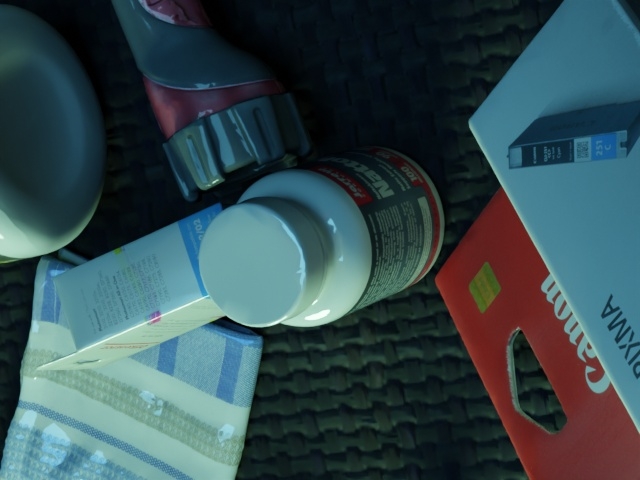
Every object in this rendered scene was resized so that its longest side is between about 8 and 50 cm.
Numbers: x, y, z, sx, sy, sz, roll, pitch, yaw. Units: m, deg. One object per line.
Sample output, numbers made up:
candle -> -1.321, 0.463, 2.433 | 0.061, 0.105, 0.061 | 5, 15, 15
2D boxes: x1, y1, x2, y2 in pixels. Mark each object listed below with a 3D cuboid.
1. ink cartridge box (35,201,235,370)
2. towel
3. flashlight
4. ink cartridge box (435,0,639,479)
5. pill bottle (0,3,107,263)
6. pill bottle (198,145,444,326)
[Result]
ink cartridge box -> -0.118, 0.035, 1.397 | 0.181, 0.104, 0.062 | -24, 79, 20
towel -> -0.161, 0.168, 1.514 | 0.209, 0.034, 0.285 | 22, 110, 23
flashlight -> -0.104, -0.183, 1.375 | 0.304, 0.103, 0.103 | 70, 159, 5
ink cartridge box -> 0.166, 0.020, 1.189 | 0.261, 0.066, 0.296 | -53, 38, 26
pill bottle -> -0.345, -0.057, 1.481 | 0.334, 0.188, 0.188 | -10, 95, 31
pill bottle -> 0.000, 0.000, 1.302 | 0.108, 0.180, 0.108 | 6, 104, 28
